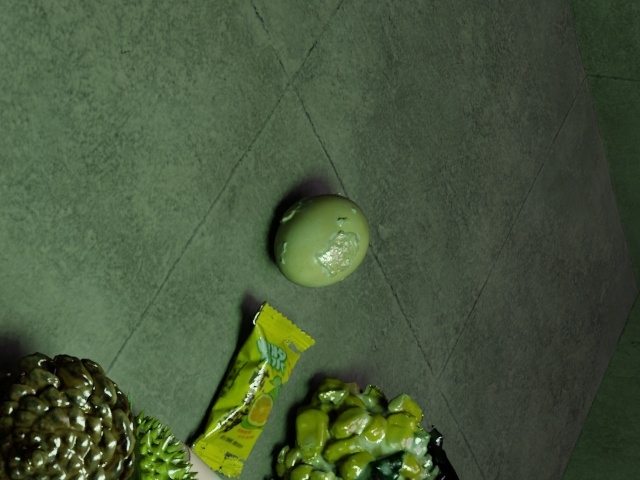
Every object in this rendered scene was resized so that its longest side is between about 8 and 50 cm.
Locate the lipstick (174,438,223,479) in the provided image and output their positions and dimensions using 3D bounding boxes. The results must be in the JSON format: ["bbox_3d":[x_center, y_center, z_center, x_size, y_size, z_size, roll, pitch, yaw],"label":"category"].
[{"bbox_3d":[-0.190,0.446,2.167,0.087,0.087,0.327,-63,145,-24],"label":"lipstick"}]

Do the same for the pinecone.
[{"bbox_3d":[-0.362,0.278,1.706,0.257,0.243,0.243,85,29,-64],"label":"pinecone"}]

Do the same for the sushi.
[{"bbox_3d":[0.094,0.440,2.408,0.328,0.329,0.285,-46,142,-35],"label":"sushi"}]

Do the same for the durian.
[{"bbox_3d":[-0.267,0.434,1.955,0.157,0.169,0.355,-16,114,-59],"label":"durian"}]

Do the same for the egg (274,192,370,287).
[{"bbox_3d":[0.002,0.003,2.262,0.201,0.164,0.164,-40,132,-44],"label":"egg"}]

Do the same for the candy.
[{"bbox_3d":[-0.125,0.267,2.226,0.297,0.081,0.187,-60,145,-8],"label":"candy"}]
